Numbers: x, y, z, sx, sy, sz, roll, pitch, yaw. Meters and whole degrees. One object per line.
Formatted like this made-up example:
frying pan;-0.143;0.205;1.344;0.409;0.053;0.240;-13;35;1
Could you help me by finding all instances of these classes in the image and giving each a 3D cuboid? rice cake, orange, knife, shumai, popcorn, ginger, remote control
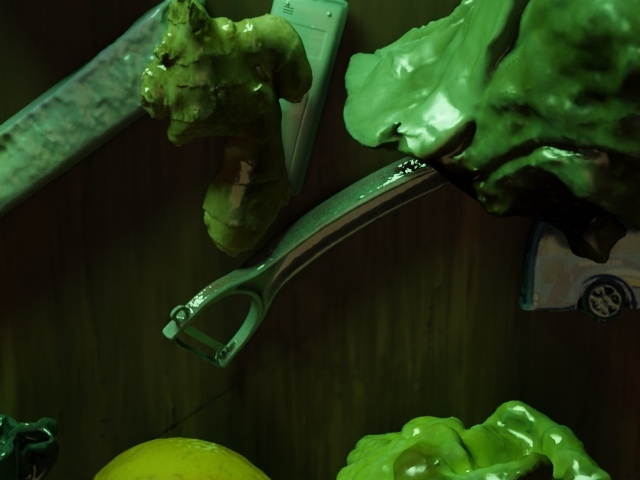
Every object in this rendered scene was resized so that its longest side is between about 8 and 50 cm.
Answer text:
rice cake;-0.242;-0.067;1.052;0.399;0.070;0.064;-35;103;14
orange;-0.109;0.269;1.050;0.193;0.219;0.219;-6;104;9
knife;-0.001;-0.002;1.039;0.278;0.123;0.053;-36;68;6
shumai;0.149;-0.126;0.865;0.289;0.330;0.291;0;93;9
popcorn;0.114;0.254;1.011;0.293;0.237;0.293;-7;61;13
ginger;-0.077;-0.088;0.987;0.133;0.059;0.214;-3;118;-30
remote control;-0.025;-0.118;1.035;0.061;0.029;0.162;14;108;0

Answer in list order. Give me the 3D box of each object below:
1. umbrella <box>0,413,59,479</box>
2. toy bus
umbrella;-0.261;0.302;1.089;0.143;0.094;0.348;-11;115;-12
toy bus;0.276;0.017;1.020;0.237;0.079;0.094;0;89;6
